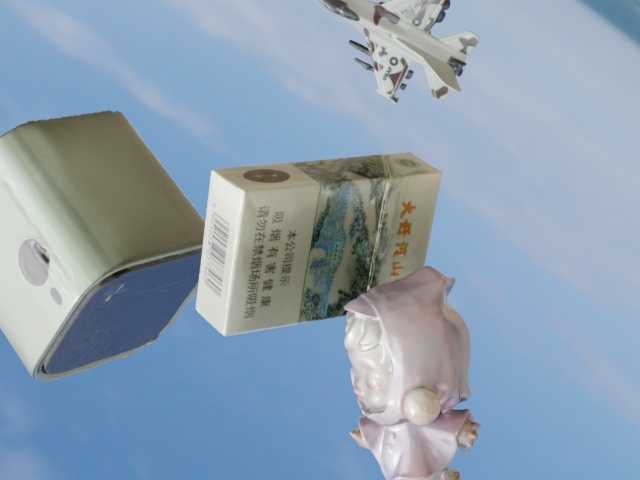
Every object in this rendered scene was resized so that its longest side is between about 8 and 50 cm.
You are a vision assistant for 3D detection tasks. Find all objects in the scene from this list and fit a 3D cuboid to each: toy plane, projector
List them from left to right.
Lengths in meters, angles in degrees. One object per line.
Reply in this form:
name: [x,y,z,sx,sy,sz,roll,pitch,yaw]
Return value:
projector: [-0.317,0.004,1.722,0.248,0.249,0.249,-16,-118,-49]
toy plane: [0.078,-0.244,1.471,0.234,0.160,0.082,36,-144,11]

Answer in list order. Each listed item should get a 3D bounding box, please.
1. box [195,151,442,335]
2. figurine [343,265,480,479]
box: [0.000,0.000,1.386,0.256,0.164,0.069,-7,-152,-34]
figurine: [0.099,0.167,1.357,0.133,0.276,0.200,-10,-170,-15]
